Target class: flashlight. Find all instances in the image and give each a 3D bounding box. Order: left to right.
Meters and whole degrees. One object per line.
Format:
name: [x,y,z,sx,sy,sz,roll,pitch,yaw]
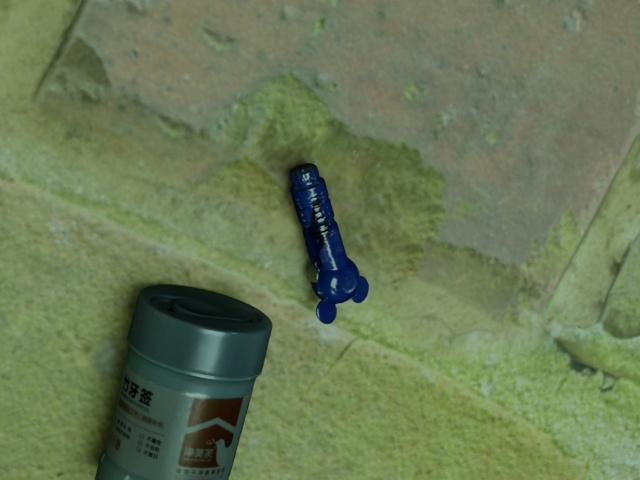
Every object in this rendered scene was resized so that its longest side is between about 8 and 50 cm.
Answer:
flashlight: [0.000,0.000,1.277,0.057,0.035,0.121,-32,114,-36]

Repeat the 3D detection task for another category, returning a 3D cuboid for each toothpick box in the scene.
toothpick box: [-0.100,0.120,1.237,0.101,0.101,0.153,8,104,-24]
